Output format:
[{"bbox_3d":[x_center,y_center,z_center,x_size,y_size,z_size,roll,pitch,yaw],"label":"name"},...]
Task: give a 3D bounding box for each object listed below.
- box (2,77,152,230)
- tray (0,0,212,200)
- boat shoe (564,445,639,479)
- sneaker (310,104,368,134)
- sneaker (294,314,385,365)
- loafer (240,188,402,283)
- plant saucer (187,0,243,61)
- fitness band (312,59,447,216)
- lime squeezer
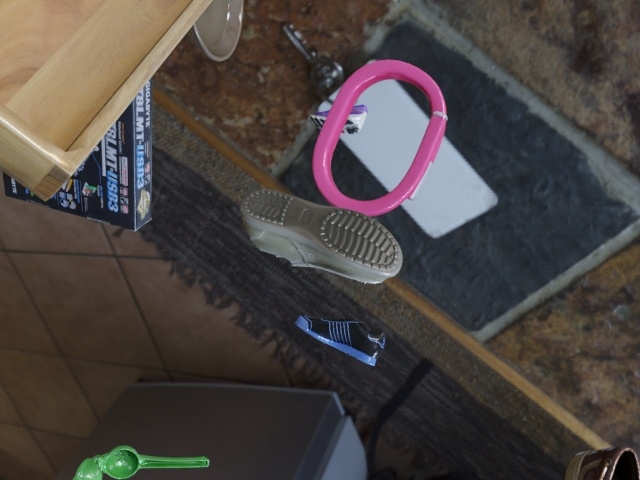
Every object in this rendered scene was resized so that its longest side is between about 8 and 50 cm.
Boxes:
[{"bbox_3d":[-0.454,-0.190,1.190,0.293,0.073,0.296,13,119,11],"label":"box"},{"bbox_3d":[-0.205,-0.254,0.580,0.203,0.411,0.076,40,143,-22],"label":"tray"},{"bbox_3d":[0.426,0.467,0.943,0.123,0.342,0.123,26,146,-7],"label":"boat shoe"},{"bbox_3d":[0.047,-0.282,1.493,0.170,0.071,0.068,10,150,47],"label":"sneaker"},{"bbox_3d":[0.052,0.229,1.633,0.232,0.090,0.081,25,172,10],"label":"sneaker"},{"bbox_3d":[0.000,0.000,1.027,0.268,0.102,0.092,23,143,10],"label":"loafer"},{"bbox_3d":[-0.226,-0.513,1.331,0.041,0.278,0.278,5,124,14],"label":"plant saucer"},{"bbox_3d":[0.104,-0.181,1.158,0.209,0.054,0.291,24,89,16],"label":"fitness band"},{"bbox_3d":[-0.341,0.387,1.044,0.110,0.310,0.059,36,117,36],"label":"lime squeezer"}]
